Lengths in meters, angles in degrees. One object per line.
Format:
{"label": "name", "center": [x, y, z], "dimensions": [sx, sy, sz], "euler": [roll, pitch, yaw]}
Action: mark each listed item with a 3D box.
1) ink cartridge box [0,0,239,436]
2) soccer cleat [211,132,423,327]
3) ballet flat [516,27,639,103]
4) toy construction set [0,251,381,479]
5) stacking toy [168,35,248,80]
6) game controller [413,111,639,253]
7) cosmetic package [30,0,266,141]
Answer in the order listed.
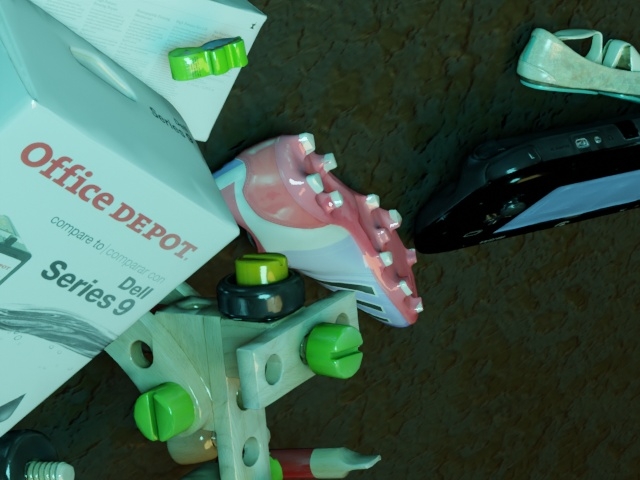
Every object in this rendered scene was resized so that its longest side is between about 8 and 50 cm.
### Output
{"label": "ink cartridge box", "center": [-0.228, 0.007, 1.177], "dimensions": [0.289, 0.121, 0.211], "euler": [-40, 143, 13]}
{"label": "soccer cleat", "center": [0.000, 0.000, 1.461], "dimensions": [0.095, 0.083, 0.248], "euler": [-18, 147, 19]}
{"label": "ballet flat", "center": [0.227, -0.140, 1.550], "dimensions": [0.168, 0.057, 0.052], "euler": [4, 105, -42]}
{"label": "toy construction set", "center": [-0.050, 0.125, 1.337], "dimensions": [0.309, 0.237, 0.257], "euler": [19, 70, -57]}
{"label": "stacking toy", "center": [-0.028, -0.214, 1.240], "dimensions": [0.221, 0.052, 0.167], "euler": [-28, 118, -31]}
{"label": "game controller", "center": [0.226, -0.050, 1.566], "dimensions": [0.319, 0.067, 0.166], "euler": [-12, 156, -31]}
{"label": "cosmetic package", "center": [-0.155, -0.138, 1.230], "dimensions": [0.239, 0.060, 0.099], "euler": [12, 115, -44]}
